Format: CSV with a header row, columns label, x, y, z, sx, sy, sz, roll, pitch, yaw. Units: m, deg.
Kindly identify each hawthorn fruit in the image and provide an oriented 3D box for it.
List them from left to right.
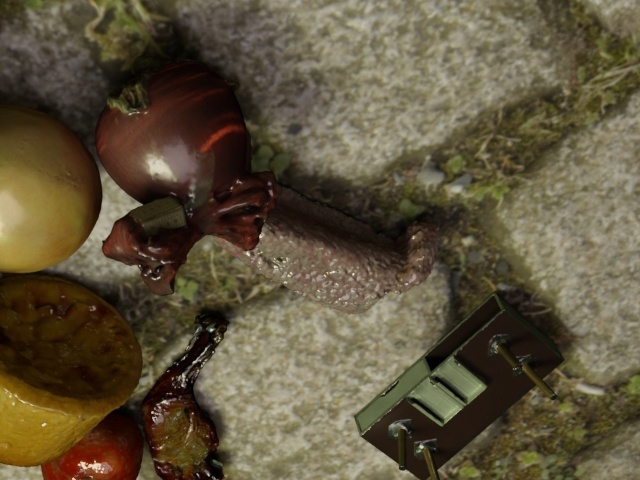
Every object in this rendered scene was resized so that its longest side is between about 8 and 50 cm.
label,x,y,z,sx,sy,sz,roll,pitch,yaw
hawthorn fruit,-0.262,0.254,1.625,0.128,0.128,0.128,-6,122,-9

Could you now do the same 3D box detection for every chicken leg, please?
label,x,y,z,sx,sy,sz,roll,pitch,yaw
chicken leg,-0.158,0.197,1.652,0.106,0.051,0.253,-3,121,-18

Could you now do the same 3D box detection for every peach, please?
label,x,y,z,sx,sy,sz,roll,pitch,yaw
peach,-0.304,-0.050,1.391,0.184,0.184,0.184,-6,122,-9

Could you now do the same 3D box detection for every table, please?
label,x,y,z,sx,sy,sz,roll,pitch,yaw
table,0.175,0.199,1.690,0.240,0.111,0.121,-44,119,15

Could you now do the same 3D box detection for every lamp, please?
label,x,y,z,sx,sy,sz,roll,pitch,yaw
lamp,-0.144,-0.084,1.378,0.215,0.223,0.151,-24,151,-36

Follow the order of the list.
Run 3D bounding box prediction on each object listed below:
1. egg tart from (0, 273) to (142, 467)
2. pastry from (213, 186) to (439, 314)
label,x,y,z,sx,sy,sz,roll,pitch,yaw
egg tart,-0.307,0.151,1.509,0.203,0.202,0.147,18,125,-22
pastry,-0.003,0.011,1.542,0.265,0.103,0.112,14,124,-18
